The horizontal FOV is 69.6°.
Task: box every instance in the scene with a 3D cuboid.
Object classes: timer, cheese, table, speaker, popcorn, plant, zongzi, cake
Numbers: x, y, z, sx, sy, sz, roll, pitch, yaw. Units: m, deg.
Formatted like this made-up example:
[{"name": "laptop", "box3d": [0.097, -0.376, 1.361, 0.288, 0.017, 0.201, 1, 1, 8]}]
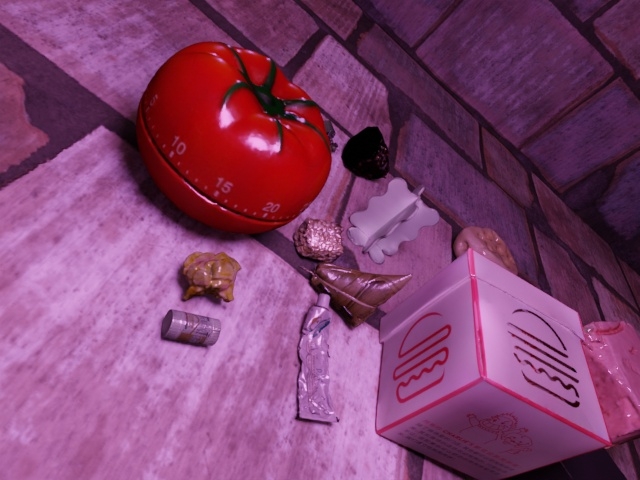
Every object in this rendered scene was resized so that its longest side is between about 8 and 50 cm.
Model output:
[{"name": "timer", "box3d": [-0.162, -0.193, 0.905, 0.378, 0.279, 0.378, 28, 38, -25]}, {"name": "cheese", "box3d": [0.554, 0.050, 1.552, 0.235, 0.117, 0.218, 48, 35, 1]}, {"name": "table", "box3d": [0.192, -0.057, 1.207, 0.166, 0.198, 0.166, 27, 42, -27]}, {"name": "speaker", "box3d": [0.523, 0.520, 1.036, 0.232, 0.184, 0.254, -10, 62, -50]}, {"name": "popcorn", "box3d": [-0.191, 0.061, 0.809, 0.097, 0.089, 0.109, 17, 22, 17]}, {"name": "plant", "box3d": [0.024, -0.312, 1.399, 0.051, 0.051, 0.102, -4, 74, -47]}, {"name": "zongzi", "box3d": [0.076, 0.068, 0.994, 0.189, 0.178, 0.081, 46, 18, -2]}, {"name": "cake", "box3d": [0.718, 0.407, 1.234, 0.293, 0.307, 0.314, 9, 51, -39]}]

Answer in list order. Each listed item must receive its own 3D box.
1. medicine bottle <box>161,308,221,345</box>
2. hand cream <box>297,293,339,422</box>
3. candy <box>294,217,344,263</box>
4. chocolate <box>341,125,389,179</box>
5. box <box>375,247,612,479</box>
[{"name": "medicine bottle", "box3d": [-0.208, 0.141, 0.744, 0.083, 0.047, 0.047, 21, 44, -32]}, {"name": "hand cream", "box3d": [-0.005, 0.217, 0.885, 0.084, 0.050, 0.257, 24, 49, -27]}, {"name": "candy", "box3d": [0.000, 0.000, 1.060, 0.110, 0.085, 0.095, 8, 58, -29]}, {"name": "chocolate", "box3d": [0.159, -0.249, 1.429, 0.133, 0.156, 0.156, 44, 31, -39]}, {"name": "box", "box3d": [0.324, 0.265, 0.940, 0.314, 0.312, 0.300, 29, 42, -14]}]
